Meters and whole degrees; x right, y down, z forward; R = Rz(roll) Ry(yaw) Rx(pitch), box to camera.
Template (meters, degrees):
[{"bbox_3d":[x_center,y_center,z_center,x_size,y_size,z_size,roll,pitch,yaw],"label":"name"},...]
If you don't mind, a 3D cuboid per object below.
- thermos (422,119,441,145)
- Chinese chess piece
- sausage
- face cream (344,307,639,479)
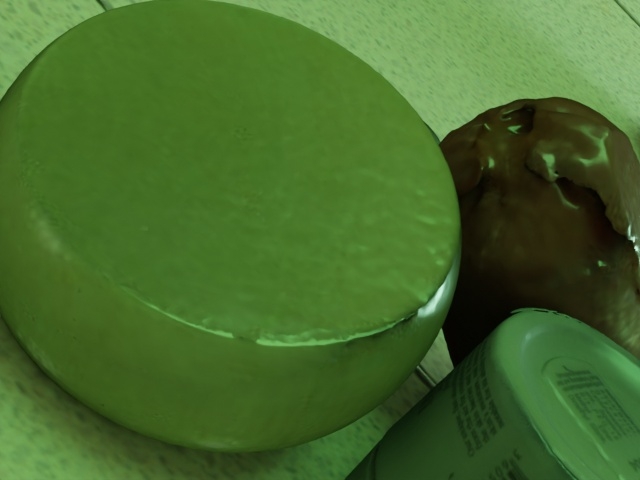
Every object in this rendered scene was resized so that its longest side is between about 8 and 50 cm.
[{"bbox_3d":[0.000,0.000,1.088,0.137,0.105,0.193,17,39,2],"label":"thermos"},{"bbox_3d":[-0.053,-0.012,0.931,0.273,0.102,0.273,12,48,-14],"label":"Chinese chess piece"},{"bbox_3d":[0.148,0.034,1.076,0.152,0.152,0.280,-100,171,-50],"label":"sausage"},{"bbox_3d":[0.120,0.148,0.952,0.177,0.153,0.177,32,28,-19],"label":"face cream"}]
